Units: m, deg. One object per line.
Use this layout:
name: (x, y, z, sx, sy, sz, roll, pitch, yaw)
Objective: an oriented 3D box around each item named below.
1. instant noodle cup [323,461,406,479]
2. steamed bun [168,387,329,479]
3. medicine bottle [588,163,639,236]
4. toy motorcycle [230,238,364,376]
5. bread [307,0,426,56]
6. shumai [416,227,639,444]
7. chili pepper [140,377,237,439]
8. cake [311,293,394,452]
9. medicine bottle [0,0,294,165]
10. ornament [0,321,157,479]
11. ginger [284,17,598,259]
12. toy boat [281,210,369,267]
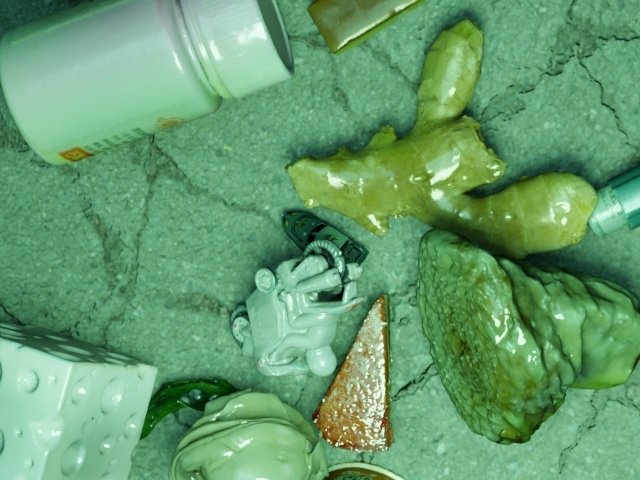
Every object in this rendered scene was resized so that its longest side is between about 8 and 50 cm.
instant noodle cup: (0.038, 0.428, 1.620, 0.230, 0.182, 0.230, -1, 85, 12)
steamed bun: (-0.100, 0.278, 1.633, 0.211, 0.218, 0.144, -8, 84, 27)
medicine bottle: (0.486, -0.086, 1.605, 0.258, 0.124, 0.079, -28, 85, 21)
toy motorcycle: (-0.028, 0.116, 1.668, 0.260, 0.110, 0.170, -41, 75, 39)
bread: (0.096, -0.364, 1.728, 0.226, 0.049, 0.088, -30, 81, 8)
shumai: (0.292, 0.097, 1.566, 0.264, 0.309, 0.303, -18, 92, -15)
chili pepper: (-0.197, 0.242, 1.749, 0.182, 0.050, 0.073, -13, 100, 15)
cake: (0.046, 0.188, 1.682, 0.117, 0.086, 0.220, -4, 87, 10)
medicine bottle: (-0.249, -0.266, 1.707, 0.388, 0.219, 0.219, -19, 83, 10)
ornament: (-0.416, 0.258, 1.682, 0.240, 0.240, 0.239, 15, 88, 22)
ginger: (0.166, -0.081, 1.665, 0.348, 0.122, 0.363, -36, 80, 13)
toy boat: (0.000, 0.000, 1.722, 0.141, 0.060, 0.055, 34, 70, 17)
